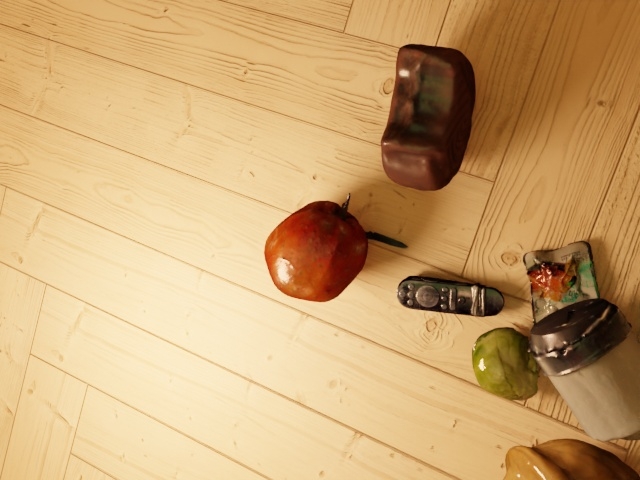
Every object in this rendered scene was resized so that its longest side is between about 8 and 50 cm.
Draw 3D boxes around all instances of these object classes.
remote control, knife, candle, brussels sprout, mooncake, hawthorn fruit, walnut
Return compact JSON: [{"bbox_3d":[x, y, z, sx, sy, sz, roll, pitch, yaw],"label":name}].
[{"bbox_3d":[0.326,0.138,1.748,0.266,0.066,0.090,6,109,17],"label":"remote control"},{"bbox_3d":[0.151,-0.008,1.829,0.170,0.010,0.023,19,107,18],"label":"knife"},{"bbox_3d":[0.631,0.308,1.540,0.221,0.221,0.342,-32,89,21],"label":"candle"},{"bbox_3d":[0.439,0.301,1.675,0.146,0.131,0.183,-14,87,0],"label":"brussels sprout"},{"bbox_3d":[0.256,-0.295,1.610,0.174,0.333,0.325,14,59,19],"label":"mooncake"},{"bbox_3d":[0.000,0.000,1.754,0.254,0.254,0.300,34,120,17],"label":"hawthorn fruit"},{"bbox_3d":[0.573,0.633,1.547,0.384,0.384,0.383,2,94,22],"label":"walnut"}]

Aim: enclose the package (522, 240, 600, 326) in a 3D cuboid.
[{"bbox_3d":[0.576,0.122,1.652,0.166,0.040,0.231,-8,92,22],"label":"package"}]
